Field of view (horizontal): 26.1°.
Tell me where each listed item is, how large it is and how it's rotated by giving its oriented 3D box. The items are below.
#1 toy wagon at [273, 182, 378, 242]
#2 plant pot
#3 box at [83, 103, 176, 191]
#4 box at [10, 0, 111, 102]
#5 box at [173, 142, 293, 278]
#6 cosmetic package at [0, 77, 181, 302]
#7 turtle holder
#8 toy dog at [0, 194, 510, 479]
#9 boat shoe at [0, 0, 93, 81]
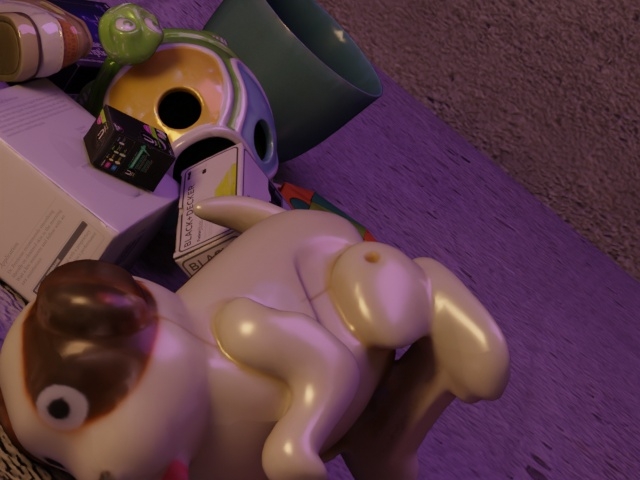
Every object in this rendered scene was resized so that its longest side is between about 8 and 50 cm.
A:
[{"bbox_3d":[0.000,0.000,2.063,0.267,0.068,0.344,35,20,-6],"label":"toy wagon"},{"bbox_3d":[-0.083,-0.258,2.221,0.293,0.235,0.293,40,20,-18],"label":"plant pot"},{"bbox_3d":[-0.214,-0.103,1.544,0.083,0.052,0.062,25,22,-30],"label":"box"},{"bbox_3d":[-0.355,-0.267,2.012,0.184,0.103,0.261,41,20,18],"label":"box"},{"bbox_3d":[-0.055,0.047,1.635,0.290,0.087,0.169,53,22,-33],"label":"box"},{"bbox_3d":[-0.306,-0.054,1.556,0.225,0.138,0.224,40,19,3],"label":"cosmetic package"},{"bbox_3d":[-0.166,-0.154,1.740,0.243,0.320,0.227,-5,30,-20],"label":"turtle holder"},{"bbox_3d":[-0.091,0.105,1.279,0.408,0.284,0.395,-10,64,-38],"label":"toy dog"},{"bbox_3d":[-0.384,-0.245,1.681,0.103,0.113,0.302,-12,23,-36],"label":"boat shoe"}]
